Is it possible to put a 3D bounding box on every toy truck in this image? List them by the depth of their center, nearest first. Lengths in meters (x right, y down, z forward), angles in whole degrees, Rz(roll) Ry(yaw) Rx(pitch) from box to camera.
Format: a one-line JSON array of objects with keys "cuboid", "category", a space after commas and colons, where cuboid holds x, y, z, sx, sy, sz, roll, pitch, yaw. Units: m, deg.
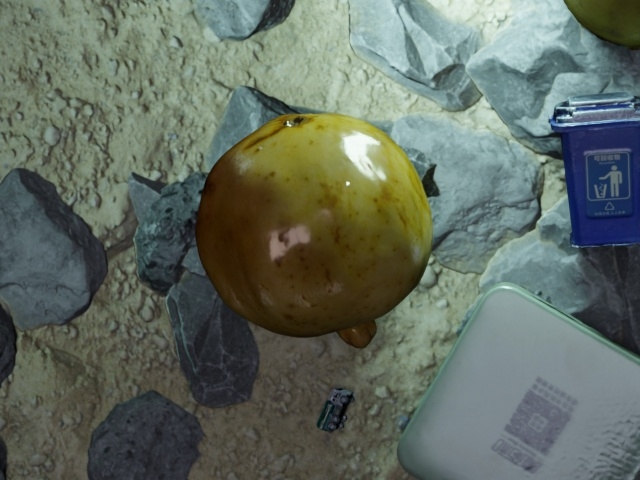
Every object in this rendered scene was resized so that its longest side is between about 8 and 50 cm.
[{"cuboid": [0.025, 0.297, 1.941, 0.044, 0.039, 0.083, 25, 98, 24], "category": "toy truck"}]

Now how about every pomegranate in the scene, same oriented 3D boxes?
[{"cuboid": [0.000, 0.000, 1.786, 0.410, 0.410, 0.410, 0, 92, 12], "category": "pomegranate"}]

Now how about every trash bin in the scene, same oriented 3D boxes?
[{"cuboid": [0.455, -0.116, 1.782, 0.162, 0.184, 0.235, -4, 102, 12], "category": "trash bin"}]

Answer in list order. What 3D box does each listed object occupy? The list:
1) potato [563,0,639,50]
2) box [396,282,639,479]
[{"cuboid": [0.529, -0.522, 1.674, 0.385, 0.319, 0.442, 2, 95, 13], "category": "potato"}, {"cuboid": [0.358, 0.306, 1.847, 0.367, 0.090, 0.373, 31, 98, 10], "category": "box"}]
